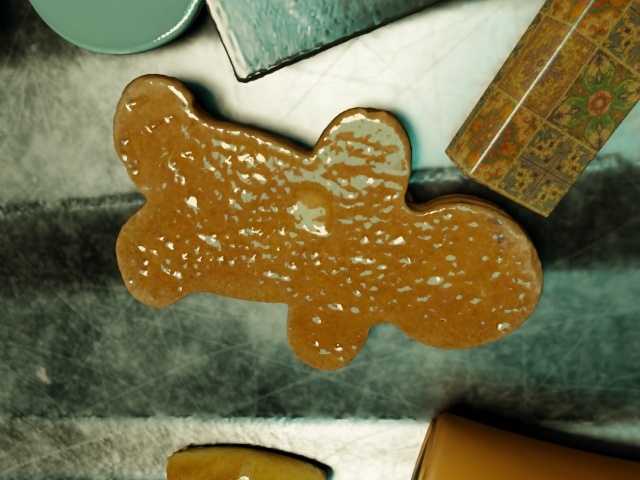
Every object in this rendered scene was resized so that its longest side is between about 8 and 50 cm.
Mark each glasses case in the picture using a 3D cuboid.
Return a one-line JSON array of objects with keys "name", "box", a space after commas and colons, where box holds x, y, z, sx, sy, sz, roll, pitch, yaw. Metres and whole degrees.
[{"name": "glasses case", "box": [0.170, -0.124, 0.366, 0.075, 0.049, 0.218, 22, 114, -23]}]

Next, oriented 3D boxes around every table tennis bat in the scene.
[{"name": "table tennis bat", "box": [-0.104, -0.202, 0.410, 0.237, 0.038, 0.149, 7, 102, 11]}]

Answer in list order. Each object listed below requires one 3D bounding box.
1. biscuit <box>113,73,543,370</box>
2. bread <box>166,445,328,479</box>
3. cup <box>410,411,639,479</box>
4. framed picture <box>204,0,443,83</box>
[{"name": "biscuit", "box": [0.001, -0.002, 0.450, 0.324, 0.049, 0.205, 11, 112, 8]}, {"name": "bread", "box": [-0.051, 0.240, 0.543, 0.136, 0.054, 0.154, -28, 104, 16]}, {"name": "cup", "box": [0.190, 0.245, 0.449, 0.264, 0.182, 0.226, 18, 143, 13]}, {"name": "framed picture", "box": [0.005, -0.300, 0.334, 0.265, 0.016, 0.347, -21, 104, 4]}]
